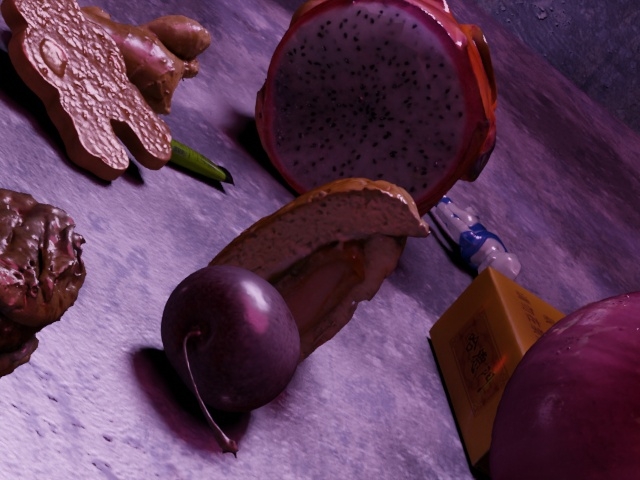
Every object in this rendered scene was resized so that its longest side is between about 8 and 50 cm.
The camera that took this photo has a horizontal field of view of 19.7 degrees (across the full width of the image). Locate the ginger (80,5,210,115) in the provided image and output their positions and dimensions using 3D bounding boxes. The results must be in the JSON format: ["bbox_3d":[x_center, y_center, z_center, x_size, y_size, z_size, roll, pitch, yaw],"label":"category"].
[{"bbox_3d":[-0.218,-0.190,1.949,0.205,0.115,0.081,8,13,-19],"label":"ginger"}]

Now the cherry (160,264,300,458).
[{"bbox_3d":[-0.062,0.112,1.573,0.148,0.115,0.188,87,-23,-60],"label":"cherry"}]

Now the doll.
[{"bbox_3d":[0.197,0.002,2.361,0.114,0.057,0.227,37,10,-32],"label":"doll"}]

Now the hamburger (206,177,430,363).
[{"bbox_3d":[0.000,0.000,1.756,0.135,0.207,0.155,41,24,-9],"label":"hamburger"}]

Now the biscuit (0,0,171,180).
[{"bbox_3d":[-0.242,-0.165,1.837,0.236,0.040,0.144,57,28,9],"label":"biscuit"}]

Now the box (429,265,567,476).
[{"bbox_3d":[0.326,0.225,2.030,0.415,0.116,0.264,32,20,-24],"label":"box"}]

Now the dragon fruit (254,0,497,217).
[{"bbox_3d":[0.076,-0.170,2.168,0.290,0.291,0.189,42,17,1],"label":"dragon fruit"}]

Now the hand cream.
[{"bbox_3d":[-0.139,-0.087,1.956,0.122,0.023,0.036,24,14,-44],"label":"hand cream"}]

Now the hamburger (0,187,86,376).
[{"bbox_3d":[-0.281,0.029,1.327,0.206,0.130,0.183,21,19,-1],"label":"hamburger"}]

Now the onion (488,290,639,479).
[{"bbox_3d":[0.348,0.224,1.716,0.345,0.358,0.358,10,-5,40],"label":"onion"}]
